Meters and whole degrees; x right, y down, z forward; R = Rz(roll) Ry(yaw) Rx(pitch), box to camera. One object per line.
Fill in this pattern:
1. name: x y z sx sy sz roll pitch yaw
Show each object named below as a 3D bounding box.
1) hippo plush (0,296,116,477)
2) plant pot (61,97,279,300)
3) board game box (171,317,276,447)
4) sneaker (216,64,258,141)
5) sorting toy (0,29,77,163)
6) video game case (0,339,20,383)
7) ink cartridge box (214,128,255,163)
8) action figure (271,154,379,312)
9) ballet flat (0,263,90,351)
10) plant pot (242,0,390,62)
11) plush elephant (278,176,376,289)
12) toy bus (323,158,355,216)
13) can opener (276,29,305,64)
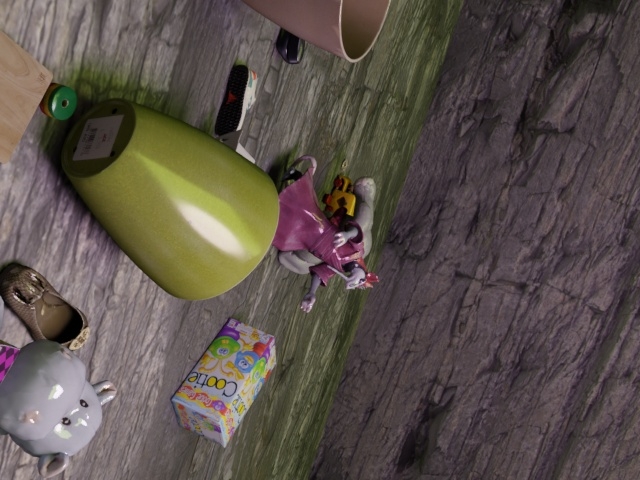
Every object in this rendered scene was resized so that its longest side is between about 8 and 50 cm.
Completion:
1. hippo plush: -0.420 0.222 0.835 0.234 0.236 0.294 -54 157 -41
2. plant pot: -0.255 -0.083 1.027 0.293 0.274 0.275 44 66 -54
3. board game box: -0.243 0.367 1.689 0.275 0.142 0.144 -56 158 -37
4. sneaker: -0.165 -0.280 1.350 0.075 0.057 0.161 -1 107 -66
5. sorting toy: -0.404 -0.181 0.757 0.132 0.046 0.274 -67 163 -9
6. video game case: -0.468 0.179 0.690 0.232 0.210 0.042 -64 161 -15
7. ink cartridge box: -0.195 -0.123 1.264 0.061 0.104 0.181 48 42 -41
8. action figure: 0.000 0.000 1.694 0.248 0.370 0.276 -45 -168 30
9. ballet flat: -0.421 0.118 1.017 0.084 0.058 0.250 -59 160 -28
10. plant pot: -0.032 -0.484 1.161 0.256 0.273 0.257 -57 159 -35
11. plush elephant: 0.011 -0.019 1.921 0.255 0.271 0.330 12 61 -38
12. toy bus: 0.093 -0.139 2.207 0.191 0.104 0.202 -57 159 -36
13. can opener: -0.054 -0.491 1.456 0.059 0.073 0.186 -7 107 -62
